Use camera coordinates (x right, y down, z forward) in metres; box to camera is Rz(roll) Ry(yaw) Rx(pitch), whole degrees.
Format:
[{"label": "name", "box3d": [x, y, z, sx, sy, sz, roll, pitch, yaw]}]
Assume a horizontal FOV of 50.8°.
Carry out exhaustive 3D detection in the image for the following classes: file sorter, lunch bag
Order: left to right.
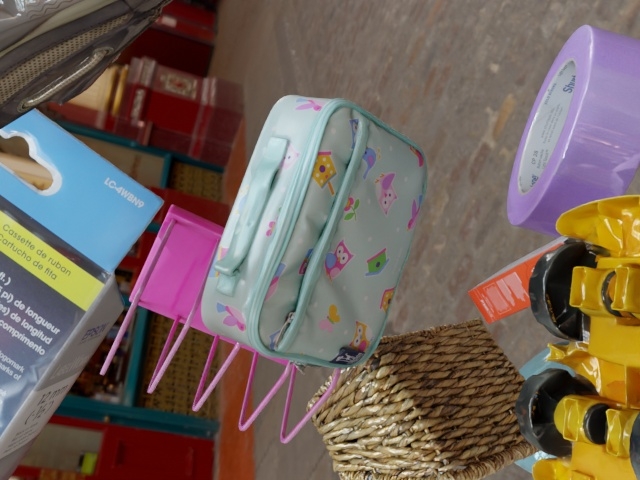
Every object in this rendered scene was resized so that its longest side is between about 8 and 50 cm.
[{"label": "file sorter", "box3d": [-0.127, 0.131, 0.938, 0.202, 0.291, 0.182, -56, 15, 38]}, {"label": "lunch bag", "box3d": [0.000, 0.000, 0.713, 0.108, 0.224, 0.279, 15, 85, 37]}]

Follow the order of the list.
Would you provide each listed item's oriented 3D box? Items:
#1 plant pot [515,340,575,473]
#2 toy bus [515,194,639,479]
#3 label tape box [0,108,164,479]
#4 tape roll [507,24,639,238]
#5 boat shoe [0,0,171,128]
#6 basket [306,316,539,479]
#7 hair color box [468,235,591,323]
[{"label": "plant pot", "box3d": [0.476, 0.302, 1.251, 0.290, 0.290, 0.195, -133, 51, -70]}, {"label": "toy bus", "box3d": [0.273, 0.094, 0.497, 0.149, 0.212, 0.220, 175, 106, -68]}, {"label": "label tape box", "box3d": [-0.316, 0.042, 0.585, 0.347, 0.249, 0.115, -55, -3, 1]}, {"label": "tape roll", "box3d": [0.341, -0.138, 0.900, 0.275, 0.090, 0.274, 18, -90, -87]}, {"label": "boat shoe", "box3d": [-0.169, -0.147, 0.372, 0.132, 0.355, 0.130, 60, 180, -1]}, {"label": "basket", "box3d": [0.157, 0.269, 0.965, 0.223, 0.299, 0.213, 55, 128, 29]}, {"label": "hair color box", "box3d": [0.218, 0.032, 0.662, 0.043, 0.072, 0.141, 58, 147, 8]}]
